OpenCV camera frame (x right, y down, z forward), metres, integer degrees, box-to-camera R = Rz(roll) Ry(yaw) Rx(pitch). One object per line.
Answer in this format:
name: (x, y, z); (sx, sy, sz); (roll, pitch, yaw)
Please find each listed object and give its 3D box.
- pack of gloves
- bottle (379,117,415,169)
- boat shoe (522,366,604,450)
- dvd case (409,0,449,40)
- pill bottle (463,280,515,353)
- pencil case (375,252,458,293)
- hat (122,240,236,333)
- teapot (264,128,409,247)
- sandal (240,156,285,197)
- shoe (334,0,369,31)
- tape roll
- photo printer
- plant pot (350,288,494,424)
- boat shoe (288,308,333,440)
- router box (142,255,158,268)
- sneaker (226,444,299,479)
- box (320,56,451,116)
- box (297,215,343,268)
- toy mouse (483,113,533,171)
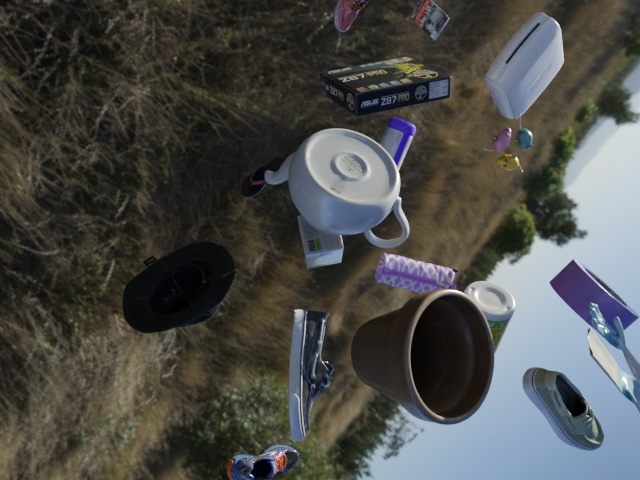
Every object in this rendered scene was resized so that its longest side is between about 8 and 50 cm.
pack of gloves: (0.608, 0.237, 1.178); (0.046, 0.232, 0.195); (-34, -166, 32)
bottle: (0.209, -0.245, 1.893); (0.118, 0.092, 0.283); (-60, 172, -79)
boat shoe: (0.617, 0.424, 1.472); (0.109, 0.302, 0.094); (-56, -160, -24)
dvd case: (0.343, -0.705, 1.884); (0.013, 0.119, 0.087); (-26, 160, -39)
pill bottle: (0.427, 0.242, 1.625); (0.136, 0.136, 0.245); (-35, 145, -41)
pencil case: (0.242, 0.093, 1.529); (0.088, 0.206, 0.086); (-82, -175, -72)
hat: (-0.375, 0.158, 1.669); (0.331, 0.331, 0.134); (-42, 138, -23)
teapot: (0.042, -0.100, 1.291); (0.252, 0.256, 0.187); (-8, 148, -25)
sandal: (-0.187, -0.209, 1.916); (0.179, 0.067, 0.040); (-39, 165, -2)
shoe: (0.097, -0.678, 1.702); (0.063, 0.081, 0.178); (8, 116, -31)
tape roll: (0.629, 0.134, 1.377); (0.080, 0.189, 0.189); (-50, 165, 19)
photo printer: (0.621, -0.527, 1.815); (0.256, 0.107, 0.307); (-51, 156, 8)
plant pot: (0.190, 0.234, 1.241); (0.263, 0.263, 0.229); (-38, -163, -34)
boat shoe: (-0.020, 0.306, 1.379); (0.108, 0.102, 0.301); (93, 0, -62)
router box: (-0.497, 0.150, 1.926); (0.046, 0.133, 0.179); (-34, 135, -21)
sneaker: (-0.140, 0.606, 1.601); (0.221, 0.083, 0.087); (0, 174, -43)
box: (0.241, -0.587, 2.256); (0.395, 0.318, 0.097); (-15, 122, -18)
box: (0.000, 0.000, 1.641); (0.103, 0.114, 0.203); (-11, 166, -2)
toy mouse: (0.489, -0.247, 1.509); (0.161, 0.031, 0.143); (7, 112, -27)
